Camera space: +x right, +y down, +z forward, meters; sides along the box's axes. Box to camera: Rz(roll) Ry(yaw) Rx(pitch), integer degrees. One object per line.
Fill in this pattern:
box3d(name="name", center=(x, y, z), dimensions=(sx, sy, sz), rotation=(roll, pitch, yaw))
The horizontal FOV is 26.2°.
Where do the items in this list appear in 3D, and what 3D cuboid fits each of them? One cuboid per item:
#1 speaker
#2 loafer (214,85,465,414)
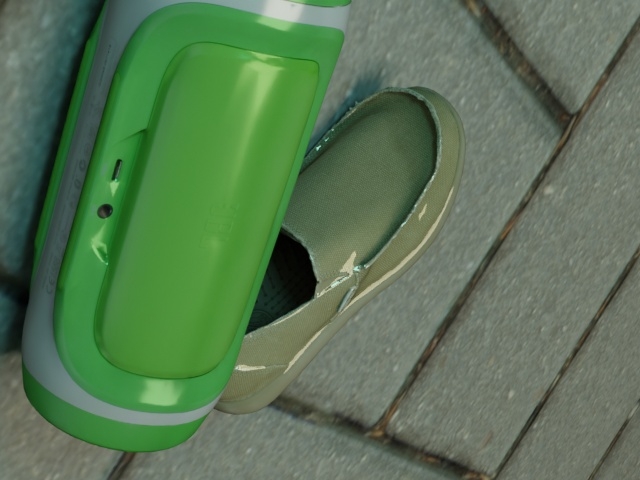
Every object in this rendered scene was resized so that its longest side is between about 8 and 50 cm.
box3d(name="speaker", center=(-0.079, -0.034, 0.765), dimensions=(0.131, 0.131, 0.297), rotation=(-9, 125, -52))
box3d(name="loafer", center=(0.000, 0.000, 0.930), dimensions=(0.268, 0.102, 0.092), rotation=(-53, 155, -6))
